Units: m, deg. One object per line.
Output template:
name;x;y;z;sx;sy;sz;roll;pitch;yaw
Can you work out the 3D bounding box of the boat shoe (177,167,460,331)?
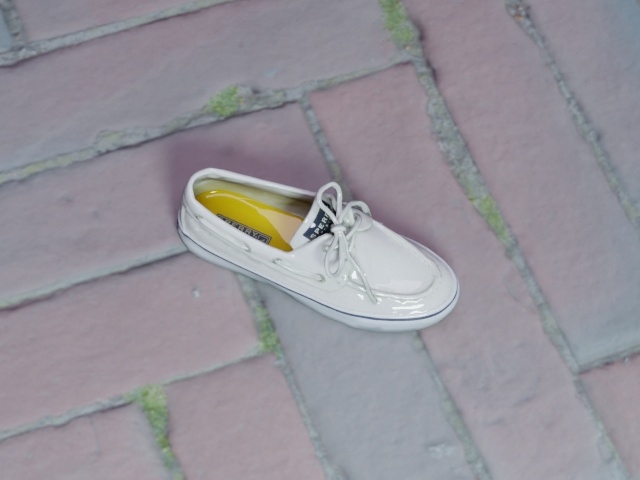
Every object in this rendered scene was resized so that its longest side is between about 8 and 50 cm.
boat shoe;0.002;-0.008;2.023;0.367;0.156;0.135;22;64;6
